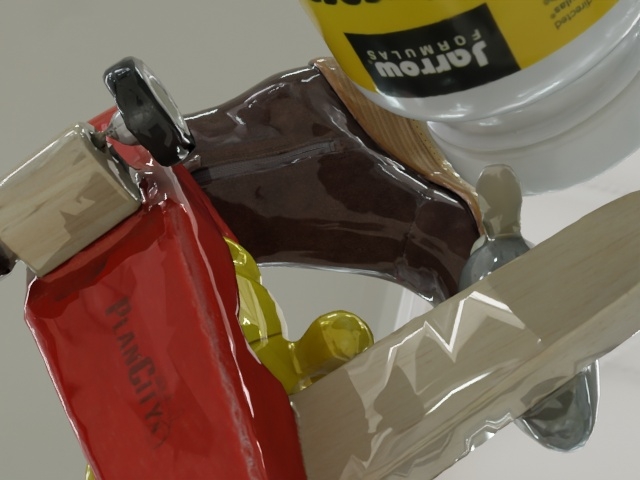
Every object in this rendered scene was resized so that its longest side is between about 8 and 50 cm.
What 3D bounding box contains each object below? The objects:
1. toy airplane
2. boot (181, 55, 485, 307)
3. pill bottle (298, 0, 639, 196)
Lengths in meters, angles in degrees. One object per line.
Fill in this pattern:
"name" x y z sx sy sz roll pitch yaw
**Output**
"toy airplane" -0.034 0.123 0.701 0.386 0.272 0.384 9 -110 28
"boot" 0.000 0.000 0.866 0.207 0.090 0.248 -17 -117 -5
"pill bottle" 0.059 -0.183 0.687 0.188 0.188 0.334 -25 -53 15
